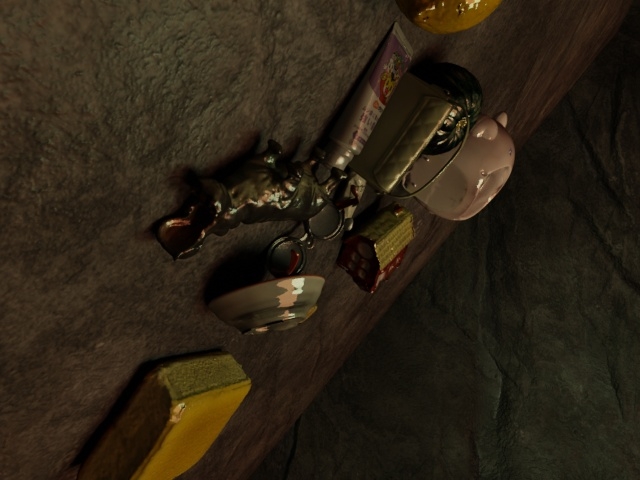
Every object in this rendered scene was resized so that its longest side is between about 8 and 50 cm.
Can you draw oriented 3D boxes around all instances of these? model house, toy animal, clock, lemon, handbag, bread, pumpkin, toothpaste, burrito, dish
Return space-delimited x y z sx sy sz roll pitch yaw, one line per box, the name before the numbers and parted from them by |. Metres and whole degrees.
model house | 0.178 0.004 1.504 0.196 0.160 0.254 -38 155 -32
toy animal | -0.106 -0.080 0.813 0.343 0.106 0.168 -21 152 -44
clock | 0.477 -0.244 1.564 0.376 0.250 0.368 -34 155 -38
lemon | 0.211 -0.427 0.750 0.257 0.188 0.188 -48 161 -17
handbag | 0.185 -0.212 1.032 0.256 0.219 0.079 -55 158 15
bread | -0.348 0.426 1.133 0.324 0.143 0.333 -53 160 5
pumpkin | 0.278 -0.309 1.150 0.220 0.162 0.221 -32 146 -25
toothpaste | 0.094 -0.272 0.966 0.299 0.073 0.114 -59 149 6
burrito | 0.070 -0.109 1.209 0.064 0.064 0.203 -26 148 -49
dish | -0.108 0.153 1.055 0.260 0.085 0.260 -14 166 -4

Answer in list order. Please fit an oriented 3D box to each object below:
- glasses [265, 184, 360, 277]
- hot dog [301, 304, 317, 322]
glasses | 0.000 0.000 1.019 0.234 0.118 0.268 -45 -169 -11
hot dog | -0.079 0.191 1.399 0.084 0.073 0.242 -48 163 4
